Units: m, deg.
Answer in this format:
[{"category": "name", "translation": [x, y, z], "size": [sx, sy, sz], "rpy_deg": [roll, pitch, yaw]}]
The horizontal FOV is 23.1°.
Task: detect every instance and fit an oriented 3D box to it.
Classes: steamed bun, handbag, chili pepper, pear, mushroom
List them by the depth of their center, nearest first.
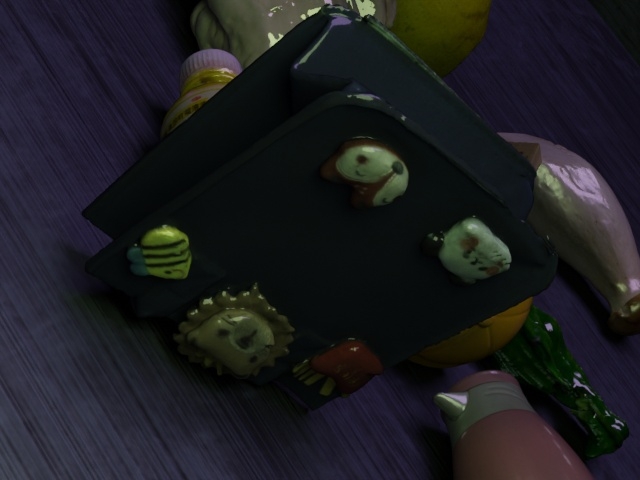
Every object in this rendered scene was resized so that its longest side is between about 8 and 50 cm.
[{"category": "handbag", "translation": [0.000, 0.000, 1.339], "size": [0.303, 0.329, 0.122], "rpy_deg": [37, 28, -36]}, {"category": "steamed bun", "translation": [-0.026, -0.286, 1.850], "size": [0.275, 0.206, 0.320], "rpy_deg": [27, 36, -43]}, {"category": "chili pepper", "translation": [0.273, 0.158, 1.853], "size": [0.253, 0.083, 0.099], "rpy_deg": [47, 25, -16]}, {"category": "pear", "translation": [0.088, -0.353, 2.085], "size": [0.307, 0.253, 0.253], "rpy_deg": [40, 26, -21]}, {"category": "mushroom", "translation": [0.365, -0.021, 2.219], "size": [0.350, 0.128, 0.128], "rpy_deg": [56, 25, 5]}]

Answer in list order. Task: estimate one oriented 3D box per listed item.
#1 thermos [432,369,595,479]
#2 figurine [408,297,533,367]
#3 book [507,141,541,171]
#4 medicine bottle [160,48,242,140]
[{"category": "thermos", "translation": [0.207, 0.249, 1.540], "size": [0.176, 0.146, 0.265], "rpy_deg": [24, 28, -31]}, {"category": "figurine", "translation": [0.154, 0.031, 1.715], "size": [0.257, 0.167, 0.192], "rpy_deg": [-63, 144, -65]}, {"category": "book", "translation": [0.138, -0.090, 1.858], "size": [0.161, 0.231, 0.026], "rpy_deg": [-51, 142, -66]}, {"category": "medicine bottle", "translation": [-0.100, -0.103, 1.556], "size": [0.122, 0.122, 0.212], "rpy_deg": [32, 29, -33]}]
